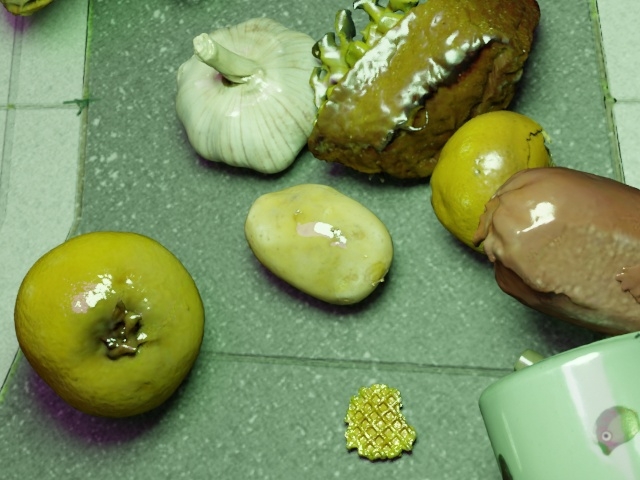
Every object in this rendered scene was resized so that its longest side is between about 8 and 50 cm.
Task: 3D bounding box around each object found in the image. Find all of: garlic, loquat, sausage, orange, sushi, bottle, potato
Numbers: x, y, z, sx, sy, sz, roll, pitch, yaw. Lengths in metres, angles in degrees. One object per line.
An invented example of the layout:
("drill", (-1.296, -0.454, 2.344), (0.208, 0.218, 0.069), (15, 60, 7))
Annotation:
("garlic", (-0.099, -0.196, 1.423), (0.199, 0.226, 0.199), (-6, 69, 17))
("loquat", (-0.228, 0.090, 1.341), (0.208, 0.208, 0.208), (-7, 64, 14))
("sausage", (0.284, 0.017, 1.200), (0.280, 0.152, 0.152), (18, 67, -15))
("orange", (0.188, -0.061, 1.315), (0.134, 0.156, 0.156), (-1, 65, 22))
("sushi", (0.113, -0.188, 1.389), (0.296, 0.167, 0.179), (-45, 46, 16))
("bottle", (0.279, 0.273, 1.089), (0.229, 0.229, 0.351), (-17, 74, 9))
("potato", (0.000, 0.000, 1.364), (0.178, 0.109, 0.118), (27, 54, 21))

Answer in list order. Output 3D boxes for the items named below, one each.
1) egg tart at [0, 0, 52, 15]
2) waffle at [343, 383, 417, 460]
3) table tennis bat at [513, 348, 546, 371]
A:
("egg tart", (-0.347, -0.458, 1.596), (0.339, 0.153, 0.351), (-42, 36, 13))
("waffle", (0.063, 0.193, 1.305), (0.078, 0.016, 0.085), (-12, 62, 11))
("table tennis bat", (0.301, 0.187, 1.233), (0.246, 0.022, 0.138), (33, 80, 26))
